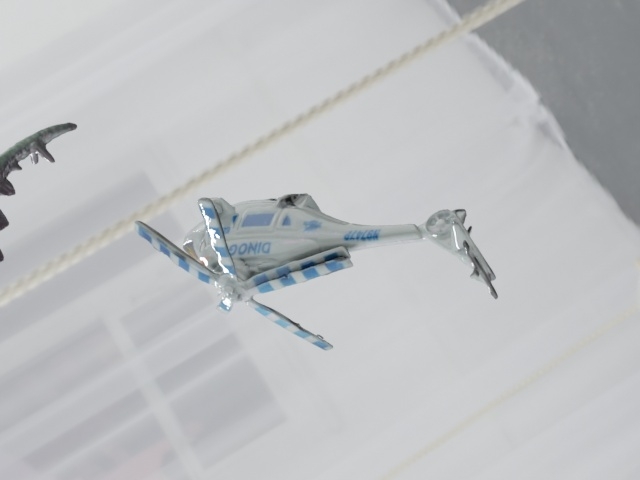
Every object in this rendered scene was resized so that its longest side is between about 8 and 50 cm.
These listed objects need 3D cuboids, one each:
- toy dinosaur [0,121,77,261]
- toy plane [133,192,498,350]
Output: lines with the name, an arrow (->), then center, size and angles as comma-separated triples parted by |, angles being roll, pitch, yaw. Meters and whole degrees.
toy dinosaur -> -0.182, -0.008, 0.547 | 0.209, 0.039, 0.082 | -55, -40, -52
toy plane -> -0.004, -0.008, 0.853 | 0.182, 0.107, 0.273 | 42, 138, -22
